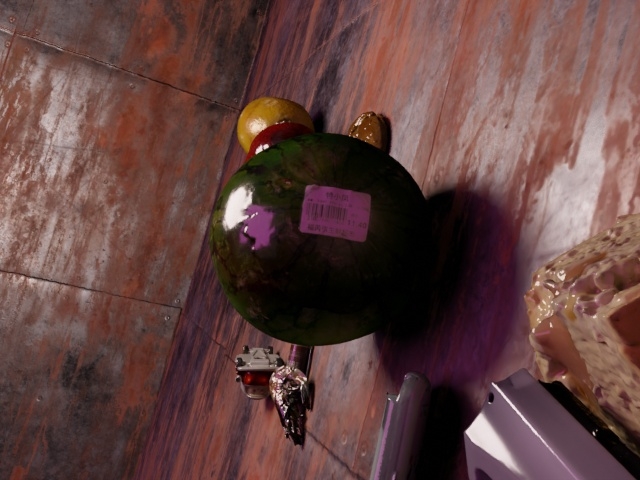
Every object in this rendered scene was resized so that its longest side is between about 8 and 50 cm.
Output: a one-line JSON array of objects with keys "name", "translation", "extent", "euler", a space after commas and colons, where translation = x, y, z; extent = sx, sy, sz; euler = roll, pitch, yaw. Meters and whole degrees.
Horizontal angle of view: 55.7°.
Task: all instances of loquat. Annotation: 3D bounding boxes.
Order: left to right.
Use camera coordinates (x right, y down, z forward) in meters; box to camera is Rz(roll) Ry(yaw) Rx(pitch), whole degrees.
[{"name": "loquat", "translation": [-0.118, -0.291, 1.639], "extent": [0.246, 0.213, 0.213], "euler": [-176, 102, -75]}]

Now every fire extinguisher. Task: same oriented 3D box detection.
[{"name": "fire extinguisher", "translation": [-0.052, 0.276, 1.270], "extent": [0.064, 0.043, 0.158], "euler": [6, 77, 27]}]

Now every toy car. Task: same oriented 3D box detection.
[{"name": "toy car", "translation": [-0.146, 0.315, 1.419], "extent": [0.139, 0.112, 0.112], "euler": [-125, 38, -77]}]

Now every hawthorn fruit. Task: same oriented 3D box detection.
[{"name": "hawthorn fruit", "translation": [-0.087, -0.175, 1.498], "extent": [0.266, 0.210, 0.230], "euler": [-120, 40, -79]}]

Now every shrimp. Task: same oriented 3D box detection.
[{"name": "shrimp", "translation": [-0.056, 0.324, 1.207], "extent": [0.091, 0.034, 0.161], "euler": [-32, 59, 24]}]

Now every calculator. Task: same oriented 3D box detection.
[{"name": "calculator", "translation": [0.096, 0.288, 0.769], "extent": [0.141, 0.045, 0.246], "euler": [43, -121, -67]}]

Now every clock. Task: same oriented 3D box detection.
[{"name": "clock", "translation": [0.189, 0.247, 0.450], "extent": [0.186, 0.083, 0.253], "euler": [-124, 20, -65]}]

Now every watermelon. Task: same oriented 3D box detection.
[{"name": "watermelon", "translation": [0.000, 0.000, 0.937], "extent": [0.363, 0.363, 0.363], "euler": [-52, 29, 45]}]

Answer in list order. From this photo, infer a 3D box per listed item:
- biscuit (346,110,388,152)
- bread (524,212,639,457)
[{"name": "biscuit", "translation": [0.077, -0.168, 1.287], "extent": [0.226, 0.042, 0.226], "euler": [-164, 90, -69]}, {"name": "bread", "translation": [0.292, 0.077, 0.474], "extent": [0.211, 0.224, 0.183], "euler": [-33, 9, -11]}]
